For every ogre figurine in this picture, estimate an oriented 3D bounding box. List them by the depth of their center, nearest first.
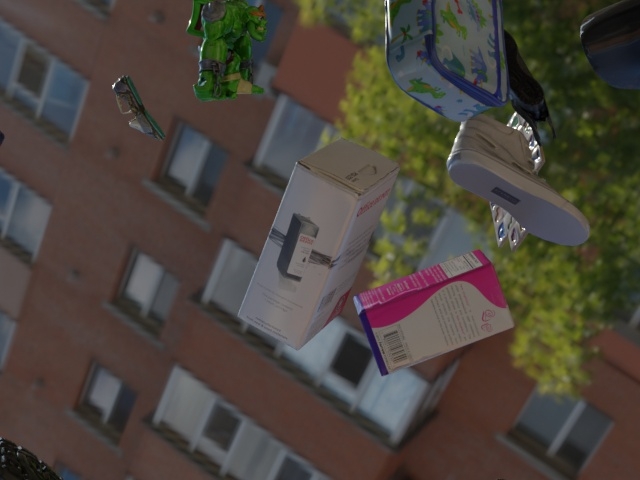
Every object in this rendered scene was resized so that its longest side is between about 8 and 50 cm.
[{"bbox_3d":[-0.116,-0.234,1.753,0.097,0.118,0.197,9,-166,29],"label":"ogre figurine"}]

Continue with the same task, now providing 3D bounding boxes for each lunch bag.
[{"bbox_3d":[0.164,-0.272,1.835,0.176,0.090,0.219,27,-127,-43],"label":"lunch bag"}]

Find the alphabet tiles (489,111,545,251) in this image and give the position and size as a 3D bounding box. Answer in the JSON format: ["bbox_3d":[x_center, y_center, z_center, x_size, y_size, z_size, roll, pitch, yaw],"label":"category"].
[{"bbox_3d":[0.345,-0.107,2.539,0.009,0.198,0.237,8,-130,-18],"label":"alphabet tiles"}]

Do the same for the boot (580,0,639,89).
[{"bbox_3d":[0.506,-0.307,1.693,0.367,0.445,0.146,10,-107,-53],"label":"boot"}]

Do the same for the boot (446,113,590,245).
[{"bbox_3d":[0.316,-0.101,2.210,0.258,0.095,0.123,32,-126,-18],"label":"boot"}]

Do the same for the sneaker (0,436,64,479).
[{"bbox_3d":[-0.234,0.280,1.222,0.286,0.130,0.109,45,179,-9],"label":"sneaker"}]

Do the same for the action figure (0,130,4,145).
[{"bbox_3d":[-0.518,-0.235,1.973,0.185,0.099,0.285,14,-132,-39],"label":"action figure"}]

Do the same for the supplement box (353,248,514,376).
[{"bbox_3d":[0.175,0.110,2.241,0.220,0.111,0.114,-20,-167,1],"label":"supplement box"}]

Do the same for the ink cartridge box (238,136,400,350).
[{"bbox_3d":[0.000,0.000,1.730,0.092,0.218,0.158,28,-157,12],"label":"ink cartridge box"}]

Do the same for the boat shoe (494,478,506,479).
[{"bbox_3d":[0.294,0.458,1.951,0.113,0.105,0.306,6,-142,-24],"label":"boat shoe"}]

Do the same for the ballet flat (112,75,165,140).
[{"bbox_3d":[-0.280,-0.195,2.190,0.114,0.041,0.041,59,-146,-11],"label":"ballet flat"}]

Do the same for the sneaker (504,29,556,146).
[{"bbox_3d":[0.284,-0.222,2.065,0.170,0.051,0.089,61,-178,21],"label":"sneaker"}]
